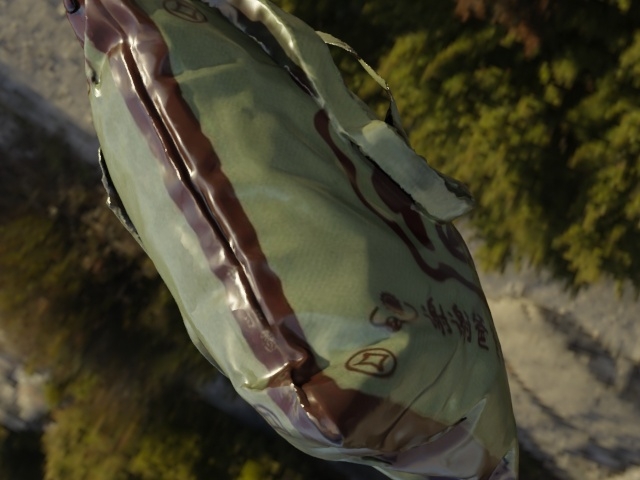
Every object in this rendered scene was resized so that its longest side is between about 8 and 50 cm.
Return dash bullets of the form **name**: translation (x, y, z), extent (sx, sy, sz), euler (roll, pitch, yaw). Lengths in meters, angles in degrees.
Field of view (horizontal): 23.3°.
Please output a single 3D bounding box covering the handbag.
- **handbag**: translation (0.000, 0.000, 0.630), extent (0.127, 0.235, 0.213), euler (-31, 155, 17)
